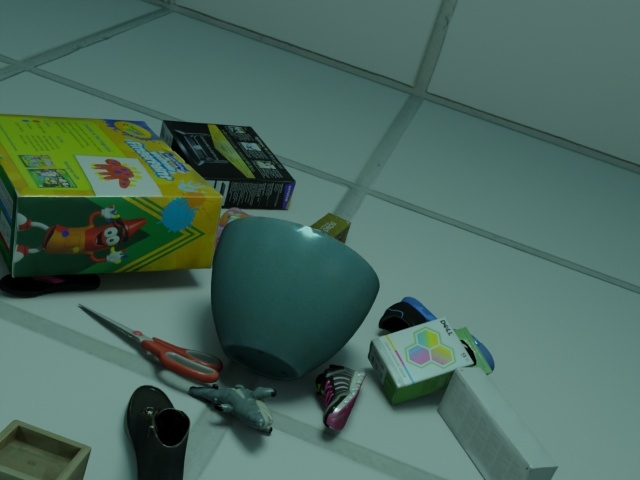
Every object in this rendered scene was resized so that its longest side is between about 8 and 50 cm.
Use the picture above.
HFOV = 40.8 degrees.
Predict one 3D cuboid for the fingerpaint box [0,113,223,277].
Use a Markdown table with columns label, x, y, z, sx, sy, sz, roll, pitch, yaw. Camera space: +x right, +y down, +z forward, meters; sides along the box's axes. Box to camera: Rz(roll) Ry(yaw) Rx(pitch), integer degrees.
| label | x | y | z | sx | sy | sz | roll | pitch | yaw |
| --- | --- | --- | --- | --- | --- | --- | --- | --- | --- |
| fingerpaint box | -0.451 | -0.097 | 1.666 | 0.371 | 0.163 | 0.445 | -2 | 26 | -32 |

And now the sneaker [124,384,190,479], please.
| label | x | y | z | sx | sy | sz | roll | pitch | yaw |
| --- | --- | --- | --- | --- | --- | --- | --- | --- | --- |
| sneaker | -0.223 | 0.256 | 1.221 | 0.083 | 0.118 | 0.222 | 5 | 30 | -23 |

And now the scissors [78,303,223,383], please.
| label | x | y | z | sx | sy | sz | roll | pitch | yaw |
| --- | --- | --- | --- | --- | --- | --- | --- | --- | --- |
| scissors | -0.295 | 0.165 | 1.427 | 0.297 | 0.021 | 0.109 | 22 | 11 | 10 |

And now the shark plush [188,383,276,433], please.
| label | x | y | z | sx | sy | sz | roll | pitch | yaw |
| --- | --- | --- | --- | --- | --- | --- | --- | --- | --- |
| shark plush | -0.137 | 0.248 | 1.335 | 0.161 | 0.073 | 0.067 | 27 | 22 | 25 |

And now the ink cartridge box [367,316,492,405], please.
| label | x | y | z | sx | sy | sz | roll | pitch | yaw |
| --- | --- | --- | --- | --- | --- | --- | --- | --- | --- |
| ink cartridge box | 0.201 | 0.206 | 1.534 | 0.209 | 0.062 | 0.109 | -14 | 52 | -19 |

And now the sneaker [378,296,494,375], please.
| label | x | y | z | sx | sy | sz | roll | pitch | yaw |
| --- | --- | --- | --- | --- | --- | --- | --- | --- | --- |
| sneaker | 0.216 | 0.199 | 1.638 | 0.232 | 0.081 | 0.090 | 33 | 45 | 28 |

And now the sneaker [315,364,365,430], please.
| label | x | y | z | sx | sy | sz | roll | pitch | yaw |
| --- | --- | --- | --- | --- | --- | --- | --- | --- | --- |
| sneaker | 0.021 | 0.255 | 1.427 | 0.074 | 0.063 | 0.170 | 22 | 23 | 8 |

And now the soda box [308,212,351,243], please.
| label | x | y | z | sx | sy | sz | roll | pitch | yaw |
| --- | --- | --- | --- | --- | --- | --- | --- | --- | --- |
| soda box | 0.000 | 0.000 | 1.892 | 0.061 | 0.058 | 0.181 | 25 | 28 | 16 |

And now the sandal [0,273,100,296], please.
| label | x | y | z | sx | sy | sz | roll | pitch | yaw |
| --- | --- | --- | --- | --- | --- | --- | --- | --- | --- |
| sandal | -0.477 | 0.063 | 1.519 | 0.179 | 0.040 | 0.067 | -4 | 34 | -35 |

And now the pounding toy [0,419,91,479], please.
| label | x | y | z | sx | sy | sz | roll | pitch | yaw |
| --- | --- | --- | --- | --- | --- | --- | --- | --- | --- |
| pounding toy | -0.384 | 0.311 | 1.075 | 0.130 | 0.100 | 0.141 | 19 | 17 | 3 |

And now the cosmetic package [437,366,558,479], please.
| label | x | y | z | sx | sy | sz | roll | pitch | yaw |
| --- | --- | --- | --- | --- | --- | --- | --- | --- | --- |
| cosmetic package | 0.286 | 0.321 | 1.415 | 0.060 | 0.099 | 0.239 | 2 | 32 | -26 |

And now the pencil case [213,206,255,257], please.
| label | x | y | z | sx | sy | sz | roll | pitch | yaw |
| --- | --- | --- | --- | --- | --- | --- | --- | --- | --- |
| pencil case | -0.088 | 0.042 | 1.708 | 0.284 | 0.124 | 0.124 | 28 | 29 | 18 |

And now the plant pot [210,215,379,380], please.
| label | x | y | z | sx | sy | sz | roll | pitch | yaw |
| --- | --- | --- | --- | --- | --- | --- | --- | --- | --- |
| plant pot | -0.066 | 0.120 | 1.447 | 0.290 | 0.290 | 0.195 | 19 | 64 | 3 |

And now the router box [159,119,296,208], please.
| label | x | y | z | sx | sy | sz | roll | pitch | yaw |
| --- | --- | --- | --- | --- | --- | --- | --- | --- | --- |
| router box | -0.232 | -0.185 | 2.078 | 0.243 | 0.081 | 0.309 | 1 | 32 | -29 |
